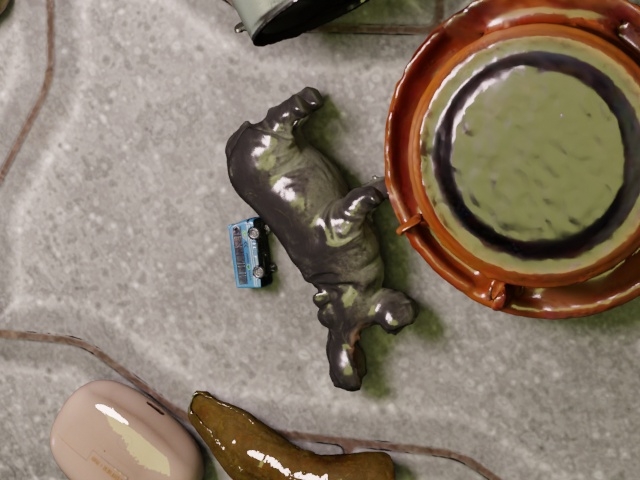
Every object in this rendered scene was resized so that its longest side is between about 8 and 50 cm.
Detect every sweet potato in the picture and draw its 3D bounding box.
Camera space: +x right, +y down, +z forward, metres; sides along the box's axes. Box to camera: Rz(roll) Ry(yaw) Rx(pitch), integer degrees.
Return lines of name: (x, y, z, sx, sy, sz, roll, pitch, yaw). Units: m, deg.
sweet potato: (-0.040, 0.262, 1.667, 0.286, 0.085, 0.112, 22, 69, 25)

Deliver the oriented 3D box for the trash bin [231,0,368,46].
trash bin: (-0.038, -0.375, 1.501, 0.277, 0.217, 0.262, -30, 87, 43)

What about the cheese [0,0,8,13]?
cheese: (-0.518, -0.340, 1.731, 0.286, 0.082, 0.163, 8, 99, 18)

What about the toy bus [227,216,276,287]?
toy bus: (-0.083, 0.015, 1.662, 0.046, 0.038, 0.083, -5, 96, 23)

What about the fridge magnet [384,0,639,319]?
fridge magnet: (0.240, -0.092, 1.482, 0.364, 0.155, 0.363, 3, 99, 17)

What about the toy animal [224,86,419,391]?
toy animal: (0.016, -0.002, 1.593, 0.168, 0.106, 0.343, -25, 92, 22)

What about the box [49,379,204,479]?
box: (-0.239, 0.263, 1.718, 0.200, 0.088, 0.146, 36, 107, 11)
